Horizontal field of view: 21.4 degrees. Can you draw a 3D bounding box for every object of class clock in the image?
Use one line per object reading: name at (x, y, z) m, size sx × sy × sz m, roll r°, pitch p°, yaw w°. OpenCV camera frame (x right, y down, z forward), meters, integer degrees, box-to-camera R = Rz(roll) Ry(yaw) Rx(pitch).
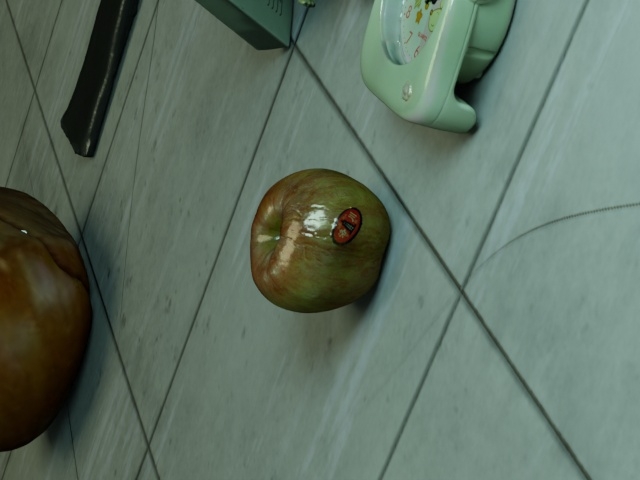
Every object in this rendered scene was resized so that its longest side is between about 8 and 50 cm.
clock at (0.100, -0.190, 1.343) m, size 0.151 × 0.062 × 0.191 m, roll -127°, pitch 53°, yaw -61°

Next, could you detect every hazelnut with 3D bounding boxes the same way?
hazelnut at (-0.451, 0.098, 2.209) m, size 0.372 × 0.315 × 0.372 m, roll 171°, pitch 90°, yaw -89°

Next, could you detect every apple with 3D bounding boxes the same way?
apple at (-0.002, 0.002, 1.440) m, size 0.126 × 0.102 × 0.126 m, roll -32°, pitch 52°, yaw 53°

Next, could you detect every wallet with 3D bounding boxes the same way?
wallet at (-0.303, -0.261, 2.348) m, size 0.146 × 0.030 × 0.285 m, roll 52°, pitch 128°, yaw 57°

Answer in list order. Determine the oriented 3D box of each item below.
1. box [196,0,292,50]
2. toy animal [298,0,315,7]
box at (-0.080, -0.345, 1.690) m, size 0.045 × 0.211 × 0.270 m, roll -4°, pitch 74°, yaw 25°
toy animal at (-0.024, -0.270, 1.552) m, size 0.069 × 0.220 × 0.086 m, roll -49°, pitch -25°, yaw -52°
